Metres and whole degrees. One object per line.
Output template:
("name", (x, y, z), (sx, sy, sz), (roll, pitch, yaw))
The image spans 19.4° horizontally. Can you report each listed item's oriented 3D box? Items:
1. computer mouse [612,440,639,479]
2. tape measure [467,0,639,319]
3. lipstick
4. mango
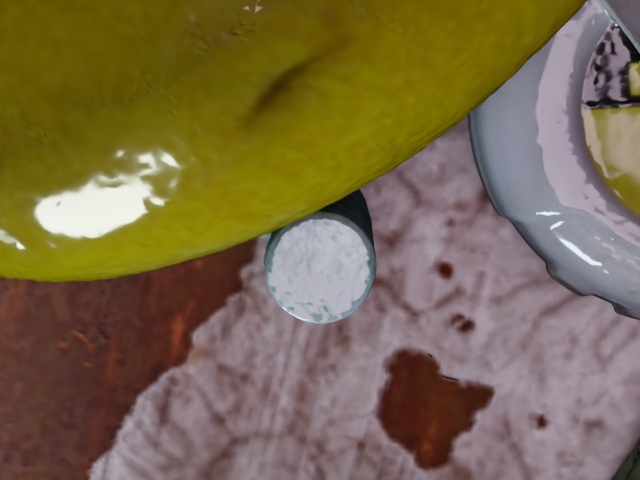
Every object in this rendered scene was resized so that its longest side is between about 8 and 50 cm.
("computer mouse", (0.215, 0.210, 0.875), (0.228, 0.145, 0.429), (36, 98, -8))
("tape measure", (0.165, -0.065, 0.840), (0.197, 0.120, 0.236), (-3, 93, -4))
("lipstick", (0.000, 0.000, 0.832), (0.048, 0.158, 0.048), (0, 99, 0))
("mango", (-0.027, -0.164, 0.752), (0.445, 0.220, 0.301), (-40, 58, 4))
